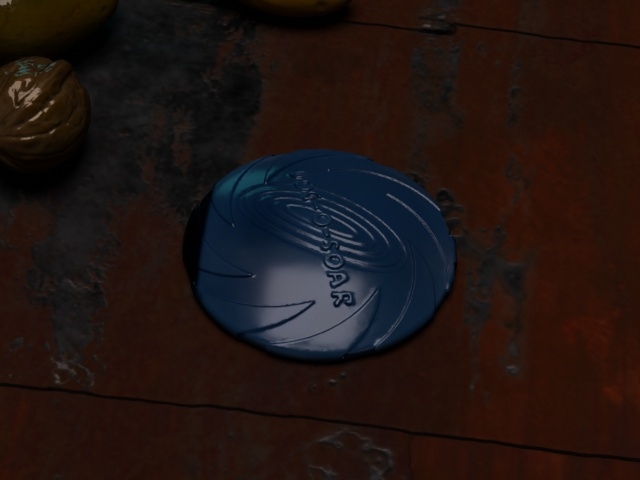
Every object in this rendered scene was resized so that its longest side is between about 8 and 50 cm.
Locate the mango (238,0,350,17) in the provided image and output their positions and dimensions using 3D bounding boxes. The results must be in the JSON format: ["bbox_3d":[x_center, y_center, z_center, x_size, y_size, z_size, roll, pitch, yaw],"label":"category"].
[{"bbox_3d":[-0.057,-0.278,1.577,0.190,0.075,0.098,31,60,14],"label":"mango"}]

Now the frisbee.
[{"bbox_3d":[0.000,0.000,1.357,0.242,0.045,0.242,2,47,-2],"label":"frisbee"}]

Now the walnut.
[{"bbox_3d":[-0.259,-0.115,1.408,0.105,0.105,0.124,20,36,14],"label":"walnut"}]

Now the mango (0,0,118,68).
[{"bbox_3d":[-0.285,-0.234,1.510,0.195,0.098,0.137,-28,52,-31],"label":"mango"}]
